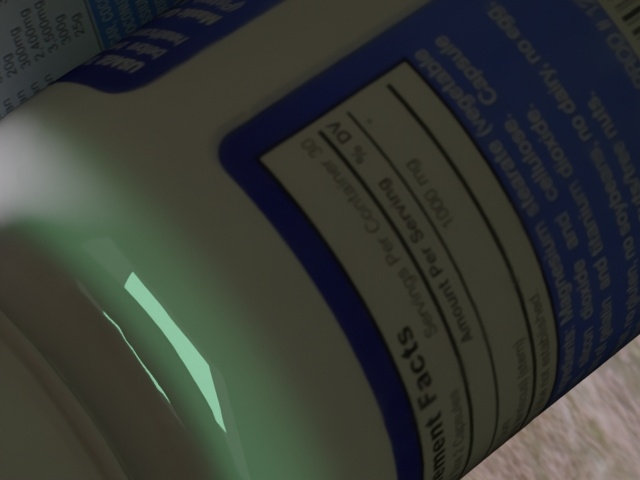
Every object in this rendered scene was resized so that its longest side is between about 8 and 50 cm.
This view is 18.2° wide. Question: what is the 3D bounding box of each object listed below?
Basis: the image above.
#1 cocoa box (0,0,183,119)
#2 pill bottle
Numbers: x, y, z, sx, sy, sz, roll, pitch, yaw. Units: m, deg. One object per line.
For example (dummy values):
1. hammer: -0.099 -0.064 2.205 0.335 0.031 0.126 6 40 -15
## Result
1. cocoa box: -0.139 -0.099 0.735 0.347 0.228 0.231 32 148 42
2. pill bottle: 0.000 0.000 0.550 0.152 0.272 0.152 43 154 26
